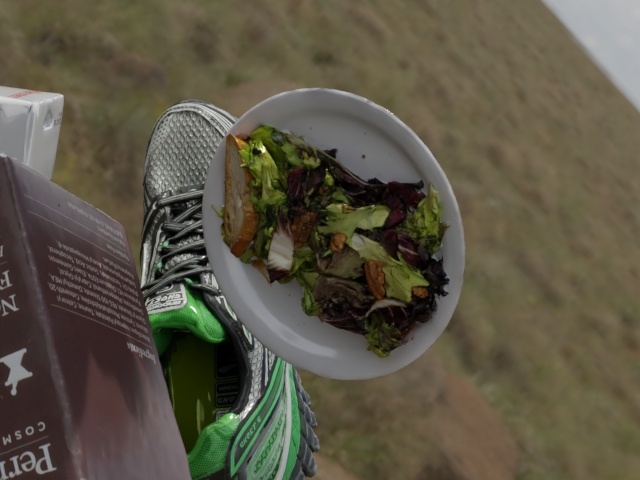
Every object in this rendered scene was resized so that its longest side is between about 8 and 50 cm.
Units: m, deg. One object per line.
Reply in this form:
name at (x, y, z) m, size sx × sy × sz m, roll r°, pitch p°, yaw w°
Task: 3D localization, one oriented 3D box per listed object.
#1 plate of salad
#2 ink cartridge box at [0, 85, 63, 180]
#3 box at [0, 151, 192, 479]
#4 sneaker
plate of salad at (0.000, 0.000, 0.971) m, size 0.200 × 0.200 × 0.048 m, roll 49°, pitch 31°, yaw 10°
ink cartridge box at (-0.398, -0.115, 1.517) m, size 0.237 × 0.100 × 0.172 m, roll 7°, pitch 9°, yaw -1°
box at (-0.198, 0.086, 0.880) m, size 0.167 × 0.168 × 0.203 m, roll 42°, pitch 28°, yaw -67°
sneaker at (-0.081, 0.038, 1.136) m, size 0.146 × 0.134 × 0.343 m, roll 46°, pitch 30°, yaw -61°
